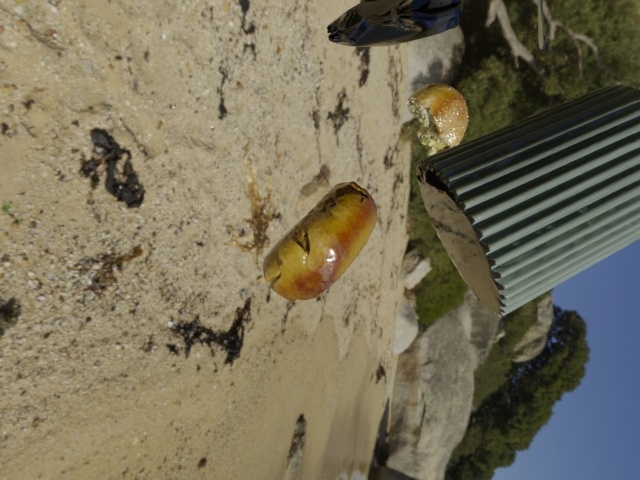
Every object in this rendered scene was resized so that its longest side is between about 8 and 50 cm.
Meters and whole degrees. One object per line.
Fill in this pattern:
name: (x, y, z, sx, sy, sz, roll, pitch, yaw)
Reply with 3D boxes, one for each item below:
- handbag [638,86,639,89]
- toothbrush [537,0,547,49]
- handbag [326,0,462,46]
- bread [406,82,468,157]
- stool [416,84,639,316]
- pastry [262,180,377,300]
handbag: (0.741, -0.193, 0.823, 0.240, 0.248, 0.340, 85, 4, -51)
toothbrush: (0.546, -0.605, 1.078, 0.022, 0.026, 0.262, -11, 98, -43)
handbag: (0.186, -0.611, 1.207, 0.288, 0.343, 0.152, -43, 125, -48)
bread: (0.448, -0.436, 1.596, 0.171, 0.192, 0.314, 47, -8, 39)
stool: (0.378, -0.074, 0.745, 0.297, 0.330, 0.297, 64, 3, -7)
pastry: (0.000, 0.000, 1.113, 0.356, 0.164, 0.356, -49, -174, 8)
